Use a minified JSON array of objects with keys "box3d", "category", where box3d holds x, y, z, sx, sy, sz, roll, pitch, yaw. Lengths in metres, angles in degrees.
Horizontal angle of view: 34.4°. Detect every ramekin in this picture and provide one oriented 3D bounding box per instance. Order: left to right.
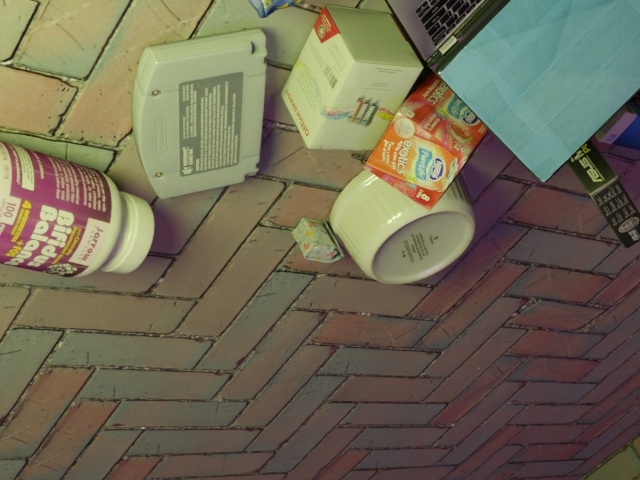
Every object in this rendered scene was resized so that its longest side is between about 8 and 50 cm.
[{"box3d":[0.165,-0.032,1.916,0.273,0.127,0.273,-18,146,-12],"category":"ramekin"}]

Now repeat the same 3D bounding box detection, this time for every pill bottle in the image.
[{"box3d":[-0.398,-0.037,1.510,0.301,0.169,0.169,16,129,-45],"category":"pill bottle"}]

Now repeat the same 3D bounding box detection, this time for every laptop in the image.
[{"box3d":[0.335,-0.335,1.417,0.382,0.236,0.408,-46,159,5],"category":"laptop"}]

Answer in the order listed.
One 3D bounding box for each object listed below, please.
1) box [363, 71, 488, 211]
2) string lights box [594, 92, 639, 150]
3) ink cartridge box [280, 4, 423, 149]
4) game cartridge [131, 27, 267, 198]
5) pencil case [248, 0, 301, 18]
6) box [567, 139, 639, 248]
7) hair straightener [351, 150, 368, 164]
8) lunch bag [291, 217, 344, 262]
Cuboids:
[{"box3d":[0.189,-0.175,1.621,0.257,0.128,0.123,-50,173,-50],"category":"box"},{"box3d":[0.582,-0.233,1.904,0.259,0.133,0.077,5,135,-38],"category":"string lights box"},{"box3d":[0.043,-0.239,1.554,0.127,0.128,0.176,-1,140,-32],"category":"ink cartridge box"},{"box3d":[-0.183,-0.185,1.553,0.196,0.060,0.294,-16,145,-19],"category":"game cartridge"},{"box3d":[0.027,-0.403,1.328,0.306,0.119,0.133,-26,157,2],"category":"pencil case"},{"box3d":[0.508,-0.125,1.929,0.060,0.216,0.270,-34,146,14],"category":"box"},{"box3d":[0.161,-0.186,1.789,0.230,0.047,0.089,-18,146,-3],"category":"hair straightener"},{"box3d":[0.000,0.000,1.904,0.083,0.071,0.053,14,126,-41],"category":"lunch bag"}]
